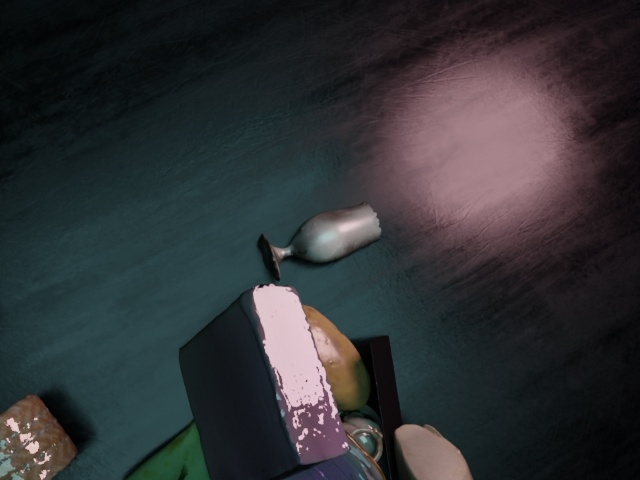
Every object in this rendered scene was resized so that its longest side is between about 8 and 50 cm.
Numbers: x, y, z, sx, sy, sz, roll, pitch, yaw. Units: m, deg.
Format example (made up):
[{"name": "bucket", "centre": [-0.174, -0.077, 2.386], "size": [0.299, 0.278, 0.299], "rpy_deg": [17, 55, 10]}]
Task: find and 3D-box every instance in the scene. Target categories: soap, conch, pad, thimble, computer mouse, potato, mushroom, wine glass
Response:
[{"name": "soap", "centre": [-0.111, 0.254, 1.132], "size": [0.107, 0.296, 0.285], "rpy_deg": [-4, 67, -39]}, {"name": "conch", "centre": [-0.250, 0.438, 1.215], "size": [0.251, 0.137, 0.143], "rpy_deg": [-33, 61, -30]}, {"name": "pad", "centre": [0.127, 0.299, 1.263], "size": [0.004, 0.164, 0.242], "rpy_deg": [-10, 84, 16]}, {"name": "thimble", "centre": [-0.528, 0.372, 1.128], "size": [0.229, 0.196, 0.148], "rpy_deg": [-37, 90, -13]}, {"name": "computer mouse", "centre": [0.000, 0.418, 1.181], "size": [0.158, 0.310, 0.072], "rpy_deg": [43, 40, 13]}, {"name": "potato", "centre": [-0.013, 0.214, 1.262], "size": [0.235, 0.128, 0.161], "rpy_deg": [24, 56, -12]}, {"name": "mushroom", "centre": [0.229, 0.524, 1.200], "size": [0.138, 0.154, 0.407], "rpy_deg": [-24, 104, -27]}, {"name": "wine glass", "centre": [0.000, 0.000, 1.310], "size": [0.222, 0.103, 0.103], "rpy_deg": [-19, 86, -13]}]

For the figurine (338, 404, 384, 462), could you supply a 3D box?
[{"name": "figurine", "centre": [0.066, 0.364, 1.241], "size": [0.133, 0.154, 0.132], "rpy_deg": [1, 82, -8]}]
